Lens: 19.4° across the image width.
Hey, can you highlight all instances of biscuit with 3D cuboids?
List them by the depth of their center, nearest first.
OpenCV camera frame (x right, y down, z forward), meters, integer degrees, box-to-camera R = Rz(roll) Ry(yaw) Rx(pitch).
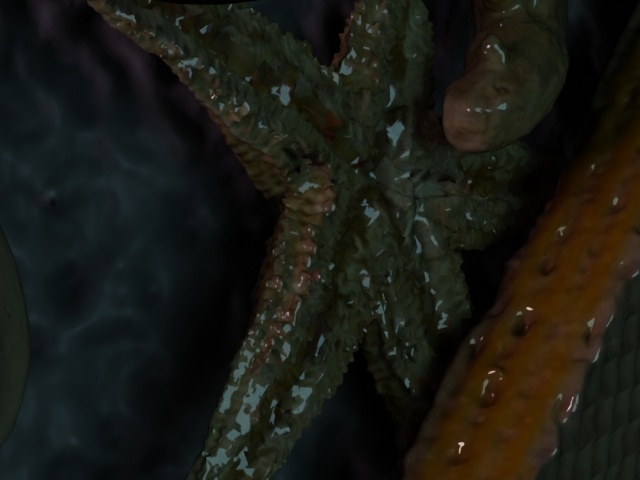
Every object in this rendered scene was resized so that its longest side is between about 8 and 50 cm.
[{"bbox_3d":[0.112,0.018,0.707,0.379,0.054,0.094,-60,145,-26],"label":"biscuit"}]

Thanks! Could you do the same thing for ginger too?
[{"bbox_3d":[0.065,-0.111,0.687,0.069,0.051,0.173,27,51,-59],"label":"ginger"}]

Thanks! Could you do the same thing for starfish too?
[{"bbox_3d":[0.004,0.001,0.643,0.295,0.048,0.231,23,71,-47],"label":"starfish"}]

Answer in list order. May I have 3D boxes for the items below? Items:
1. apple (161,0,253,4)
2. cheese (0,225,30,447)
[{"bbox_3d":[-0.039,-0.217,0.491,0.288,0.288,0.317,53,51,-24],"label":"apple"},{"bbox_3d":[-0.198,-0.012,0.472,0.286,0.082,0.163,43,61,-33],"label":"cheese"}]
